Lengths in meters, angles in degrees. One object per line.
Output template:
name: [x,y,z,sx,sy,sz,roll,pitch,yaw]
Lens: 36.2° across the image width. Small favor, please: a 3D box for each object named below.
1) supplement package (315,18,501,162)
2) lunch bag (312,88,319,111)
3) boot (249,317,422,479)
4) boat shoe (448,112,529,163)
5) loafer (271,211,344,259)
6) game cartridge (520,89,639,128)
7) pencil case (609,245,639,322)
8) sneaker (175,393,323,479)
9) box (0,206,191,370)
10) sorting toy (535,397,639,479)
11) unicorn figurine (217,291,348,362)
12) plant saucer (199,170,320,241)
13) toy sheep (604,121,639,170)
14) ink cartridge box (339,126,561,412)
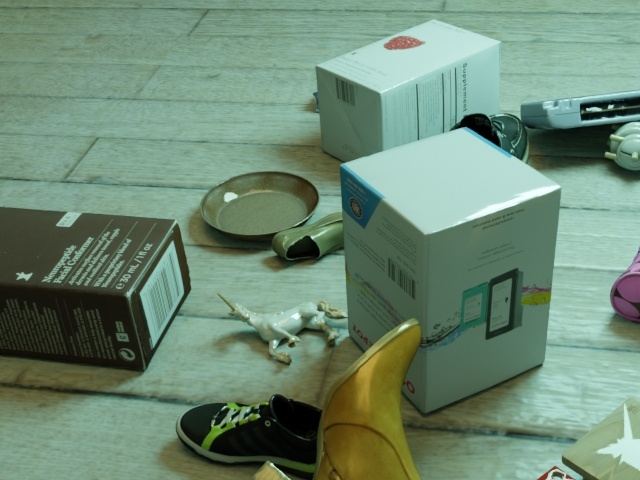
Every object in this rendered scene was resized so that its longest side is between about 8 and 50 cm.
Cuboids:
supplement package: [0.161,-0.260,1.764,0.293,0.175,0.177,-27,39,-30]
lunch bag: [0.036,-0.286,1.931,0.083,0.053,0.071,-2,30,22]
boot: [0.076,0.245,1.027,0.211,0.104,0.295,38,70,14]
boat shoe: [0.261,-0.156,1.654,0.127,0.113,0.340,20,41,32]
loafer: [0.000,0.000,1.511,0.148,0.056,0.050,-19,36,-4]
game cartridge: [0.514,-0.236,1.729,0.294,0.060,0.196,-7,11,-3]
pencil case: [0.478,0.026,1.371,0.095,0.098,0.209,14,37,25]
sneaker: [-0.061,0.212,1.158,0.235,0.097,0.084,7,35,16]
box: [-0.398,0.058,1.397,0.381,0.143,0.191,3,35,14]
sorting toy: [0.353,0.258,1.086,0.274,0.046,0.132,-28,41,-32]
unicorn figurine: [-0.050,0.115,1.348,0.162,0.060,0.111,-5,30,-31]
plant saucer: [-0.098,-0.051,1.611,0.199,0.036,0.198,-3,33,2]
toy sheep: [0.528,-0.159,1.652,0.091,0.091,0.132,8,32,18]
ink cartridge box: [0.158,0.034,1.243,0.197,0.270,0.198,-19,36,-22]
